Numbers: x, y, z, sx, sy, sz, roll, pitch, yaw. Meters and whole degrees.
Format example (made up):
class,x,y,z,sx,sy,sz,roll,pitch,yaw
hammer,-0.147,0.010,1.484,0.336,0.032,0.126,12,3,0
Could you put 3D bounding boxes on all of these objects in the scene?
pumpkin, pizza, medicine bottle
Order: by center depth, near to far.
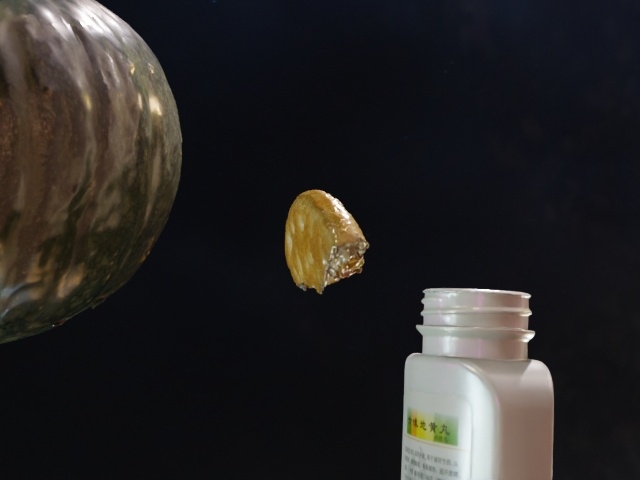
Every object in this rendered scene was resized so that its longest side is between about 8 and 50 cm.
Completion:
class,x,y,z,sx,sy,sz,roll,pitch,yaw
pumpkin,-0.269,-0.070,0.521,0.292,0.328,0.257,-11,-57,-57
medicine bottle,0.150,0.211,0.759,0.124,0.179,0.324,4,-97,-20
pizza,0.003,0.001,0.875,0.058,0.246,0.127,-8,-102,-13
